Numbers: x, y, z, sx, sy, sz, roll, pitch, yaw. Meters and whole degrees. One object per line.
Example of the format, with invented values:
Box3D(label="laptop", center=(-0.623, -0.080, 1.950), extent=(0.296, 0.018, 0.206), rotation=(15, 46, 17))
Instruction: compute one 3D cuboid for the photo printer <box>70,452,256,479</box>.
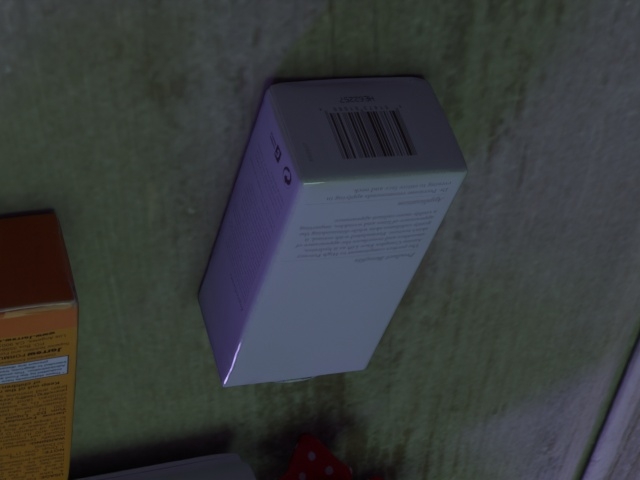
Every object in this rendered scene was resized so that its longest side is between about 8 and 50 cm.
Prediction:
Box3D(label="photo printer", center=(-0.217, 0.298, 1.175), extent=(0.308, 0.107, 0.256), rotation=(-8, 148, -18))

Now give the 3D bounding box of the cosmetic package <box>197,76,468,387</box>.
Box3D(label="cosmetic package", center=(0.000, 0.000, 0.896), extent=(0.117, 0.085, 0.231), rotation=(-4, 145, -23))

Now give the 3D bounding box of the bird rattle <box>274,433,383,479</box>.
Box3D(label="bird rattle", center=(0.015, 0.308, 1.232), extent=(0.207, 0.143, 0.253), rotation=(-62, 154, -6))

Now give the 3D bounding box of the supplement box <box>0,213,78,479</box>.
Box3D(label="supplement box", center=(-0.210, 0.084, 0.907), extent=(0.080, 0.078, 0.233), rotation=(-9, 144, -17))
